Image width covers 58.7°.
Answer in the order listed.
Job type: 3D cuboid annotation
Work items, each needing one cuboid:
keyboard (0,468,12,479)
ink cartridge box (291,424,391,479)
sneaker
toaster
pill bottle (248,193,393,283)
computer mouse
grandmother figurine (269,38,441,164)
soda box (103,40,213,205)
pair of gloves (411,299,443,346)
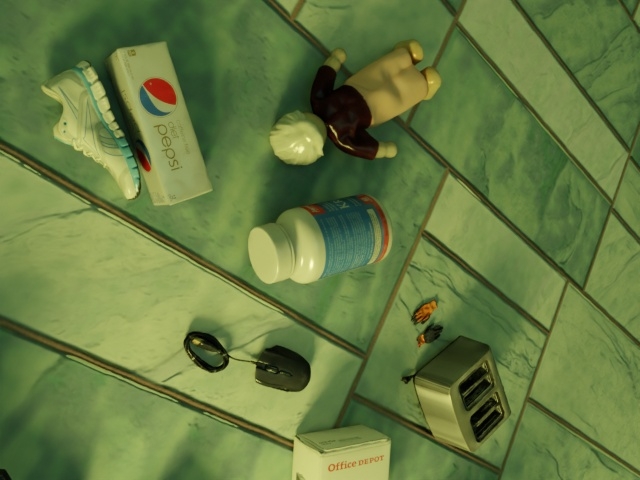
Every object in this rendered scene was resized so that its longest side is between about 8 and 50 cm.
[{"bbox_3d":[-0.453,0.390,0.572,0.201,0.033,0.318,15,78,-27],"label":"keyboard"},{"bbox_3d":[0.033,0.447,0.993,0.158,0.092,0.218,4,92,-34],"label":"ink cartridge box"},{"bbox_3d":[-0.307,-0.135,0.761,0.082,0.071,0.191,-29,99,-23],"label":"sneaker"},{"bbox_3d":[0.281,0.309,1.146,0.185,0.110,0.168,-30,107,-29],"label":"toaster"},{"bbox_3d":[0.000,0.000,0.933,0.221,0.124,0.125,-14,100,-34],"label":"pill bottle"},{"bbox_3d":[-0.109,0.197,0.918,0.242,0.041,0.071,22,80,-32],"label":"computer mouse"},{"bbox_3d":[0.060,-0.227,0.988,0.342,0.104,0.208,-33,82,-26],"label":"grandmother figurine"},{"bbox_3d":[-0.228,-0.162,0.805,0.073,0.069,0.216,-24,106,-32],"label":"soda box"},{"bbox_3d":[0.218,0.169,1.157,0.074,0.010,0.084,-25,107,-31],"label":"pair of gloves"}]
